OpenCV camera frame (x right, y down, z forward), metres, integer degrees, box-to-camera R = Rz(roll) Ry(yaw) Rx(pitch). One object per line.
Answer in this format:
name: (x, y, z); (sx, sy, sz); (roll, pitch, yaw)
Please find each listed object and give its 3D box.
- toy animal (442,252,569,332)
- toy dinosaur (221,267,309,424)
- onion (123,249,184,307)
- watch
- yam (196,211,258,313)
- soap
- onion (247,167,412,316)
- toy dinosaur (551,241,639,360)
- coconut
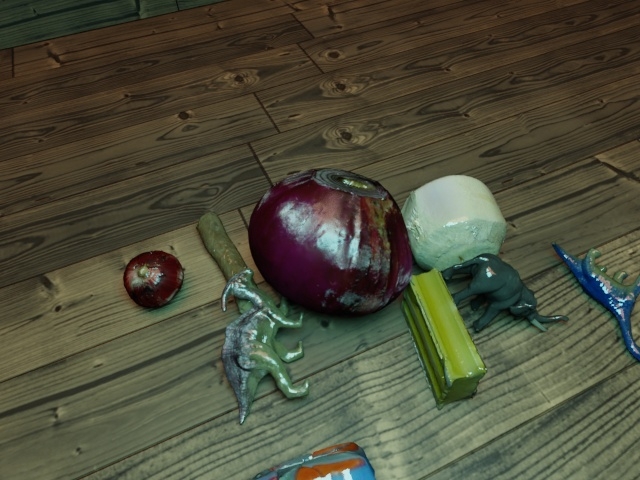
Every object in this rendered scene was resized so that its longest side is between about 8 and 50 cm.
toy animal: (0.362, 0.121, 0.907); (0.270, 0.137, 0.082); (37, 35, -20)
toy dinosaur: (-0.111, 0.195, 0.883); (0.162, 0.077, 0.294); (-2, 58, -9)
onion: (-0.359, 0.083, 0.978); (0.131, 0.131, 0.131); (-1, 50, 1)
watch: (-0.022, 0.447, 0.602); (0.305, 0.241, 0.274); (-23, 70, -3)
yam: (-0.207, 0.051, 1.031); (0.066, 0.066, 0.299); (-25, 54, -18)
soap: (0.226, 0.181, 0.858); (0.076, 0.135, 0.233); (-9, 50, -5)
onion: (0.000, 0.000, 0.888); (0.260, 0.281, 0.336); (-4, 43, -40)
toy dinosaur: (0.579, 0.115, 0.945); (0.248, 0.075, 0.188); (31, 65, 18)
coconut: (0.282, -0.041, 0.995); (0.224, 0.224, 0.234); (-15, 58, -10)
